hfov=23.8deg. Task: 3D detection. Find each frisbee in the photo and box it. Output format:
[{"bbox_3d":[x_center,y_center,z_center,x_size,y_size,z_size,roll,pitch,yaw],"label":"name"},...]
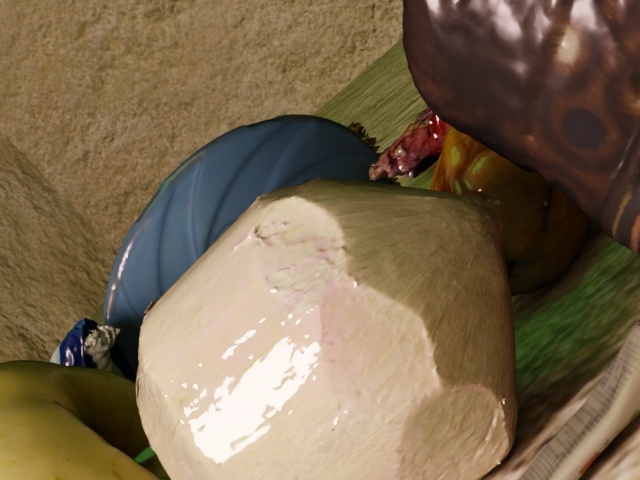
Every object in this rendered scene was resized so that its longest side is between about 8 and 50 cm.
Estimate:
[{"bbox_3d":[-0.037,0.043,1.192,0.289,0.289,0.049,-45,44,-14],"label":"frisbee"}]

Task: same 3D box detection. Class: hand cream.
[{"bbox_3d":[0.135,0.105,0.789,0.165,0.037,0.057,-50,9,2],"label":"hand cream"}]

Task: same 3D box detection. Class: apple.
[{"bbox_3d":[-0.173,0.203,0.962,0.262,0.262,0.262,-42,9,8],"label":"apple"}]

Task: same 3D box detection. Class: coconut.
[{"bbox_3d":[0.015,0.066,0.893,0.234,0.224,0.224,-35,11,20],"label":"coconut"}]

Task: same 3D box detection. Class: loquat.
[{"bbox_3d":[0.133,-0.025,1.088,0.113,0.137,0.137,-10,21,19],"label":"loquat"}]

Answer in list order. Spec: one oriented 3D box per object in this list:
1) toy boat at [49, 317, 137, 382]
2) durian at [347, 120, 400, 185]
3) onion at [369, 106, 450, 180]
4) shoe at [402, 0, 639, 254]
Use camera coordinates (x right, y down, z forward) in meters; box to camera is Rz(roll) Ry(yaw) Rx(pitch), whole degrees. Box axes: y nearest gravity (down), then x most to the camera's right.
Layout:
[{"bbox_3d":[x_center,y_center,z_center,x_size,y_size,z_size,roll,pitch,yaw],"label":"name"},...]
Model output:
[{"bbox_3d":[-0.053,0.125,1.080,0.291,0.220,0.067,-18,24,24],"label":"toy boat"},{"bbox_3d":[0.000,0.000,1.525,0.237,0.138,0.193,-45,11,-32],"label":"durian"},{"bbox_3d":[0.207,-0.135,1.195,0.348,0.159,0.267,-50,-4,6],"label":"onion"},{"bbox_3d":[0.180,-0.188,0.833,0.171,0.237,0.384,-35,-29,-41],"label":"shoe"}]
